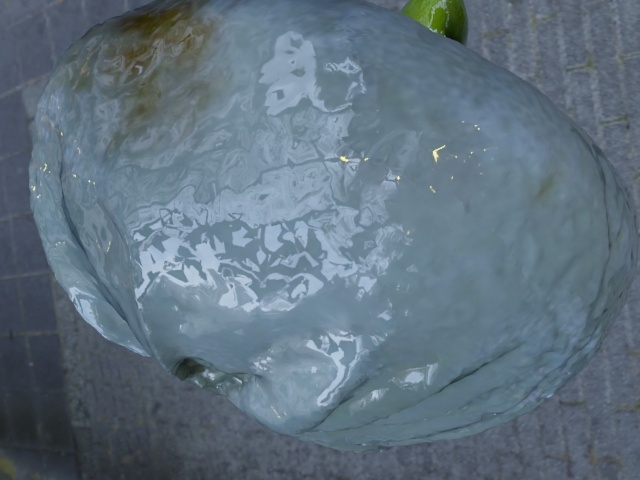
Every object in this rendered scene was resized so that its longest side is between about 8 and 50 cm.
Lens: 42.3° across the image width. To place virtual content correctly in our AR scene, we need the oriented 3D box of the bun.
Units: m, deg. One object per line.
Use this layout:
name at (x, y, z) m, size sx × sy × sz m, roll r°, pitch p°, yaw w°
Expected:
bun at (0.000, 0.000, 0.482) m, size 0.362 × 0.362 × 0.211 m, roll 17°, pitch 78°, yaw 40°

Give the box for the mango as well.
mango at (0.105, -0.203, 0.813) m, size 0.074 × 0.165 × 0.091 m, roll 2°, pitch 75°, yaw 4°
